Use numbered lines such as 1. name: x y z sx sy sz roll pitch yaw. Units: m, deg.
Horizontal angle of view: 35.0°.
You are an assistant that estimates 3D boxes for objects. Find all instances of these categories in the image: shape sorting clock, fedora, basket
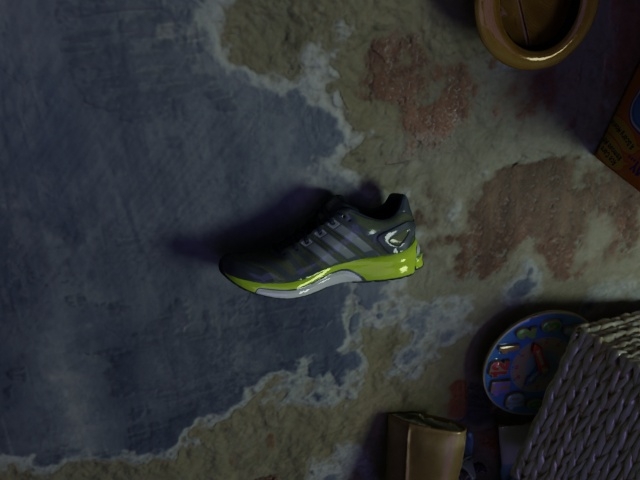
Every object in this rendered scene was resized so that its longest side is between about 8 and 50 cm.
1. shape sorting clock: 0.364 0.204 1.663 0.206 0.040 0.206 -4 120 -8
2. fedora: 0.275 -0.325 1.339 0.194 0.079 0.194 -6 114 -14
3. basket: 0.532 0.301 1.614 0.328 0.266 0.331 -7 124 -41

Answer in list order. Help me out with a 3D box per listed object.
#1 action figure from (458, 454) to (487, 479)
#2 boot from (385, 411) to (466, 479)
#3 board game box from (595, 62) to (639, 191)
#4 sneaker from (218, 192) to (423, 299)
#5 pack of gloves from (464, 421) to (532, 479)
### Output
1. action figure: 0.273 0.465 1.743 0.285 0.099 0.185 14 126 6
2. boot: 0.116 0.415 1.694 0.236 0.089 0.269 8 102 16
3. board game box: 0.679 -0.166 1.395 0.356 0.356 0.356 11 114 -23
4. sneaker: 0.000 0.000 1.430 0.300 0.111 0.121 -11 111 -19
5. pack of gloves: 0.288 0.404 1.788 0.195 0.046 0.232 -3 120 -1
